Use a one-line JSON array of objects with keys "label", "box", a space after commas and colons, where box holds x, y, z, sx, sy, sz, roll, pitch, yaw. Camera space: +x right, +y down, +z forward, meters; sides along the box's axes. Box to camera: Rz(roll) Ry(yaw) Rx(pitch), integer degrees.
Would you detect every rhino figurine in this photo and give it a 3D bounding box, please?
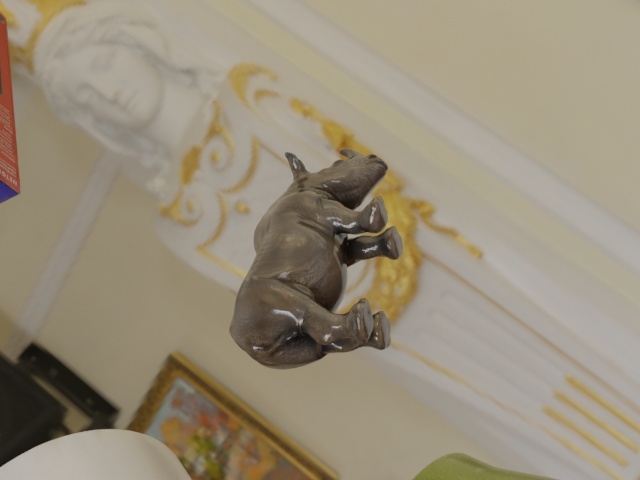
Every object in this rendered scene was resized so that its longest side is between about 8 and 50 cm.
[{"label": "rhino figurine", "box": [0.000, 0.000, 0.827, 0.243, 0.106, 0.073, -77, -26, -50]}]

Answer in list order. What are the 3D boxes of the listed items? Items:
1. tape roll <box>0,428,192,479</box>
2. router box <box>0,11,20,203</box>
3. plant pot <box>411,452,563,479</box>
[{"label": "tape roll", "box": [-0.192, 0.310, 0.993, 0.246, 0.169, 0.246, -19, -50, -24]}, {"label": "router box", "box": [-0.547, -0.129, 1.457, 0.335, 0.301, 0.082, -24, -35, 14]}, {"label": "plant pot", "box": [0.215, 0.364, 0.991, 0.366, 0.353, 0.366, -37, -41, -42]}]
